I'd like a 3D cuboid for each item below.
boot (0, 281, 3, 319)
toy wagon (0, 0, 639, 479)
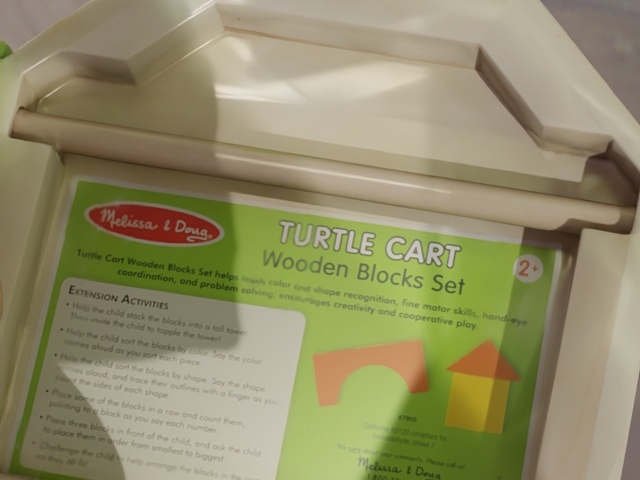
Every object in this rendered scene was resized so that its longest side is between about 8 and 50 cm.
[{"bbox_3d":[-0.226,0.040,0.549,0.295,0.104,0.211,26,117,19],"label":"boot"},{"bbox_3d":[0.000,0.000,0.624,0.267,0.344,0.068,10,162,8],"label":"toy wagon"}]
